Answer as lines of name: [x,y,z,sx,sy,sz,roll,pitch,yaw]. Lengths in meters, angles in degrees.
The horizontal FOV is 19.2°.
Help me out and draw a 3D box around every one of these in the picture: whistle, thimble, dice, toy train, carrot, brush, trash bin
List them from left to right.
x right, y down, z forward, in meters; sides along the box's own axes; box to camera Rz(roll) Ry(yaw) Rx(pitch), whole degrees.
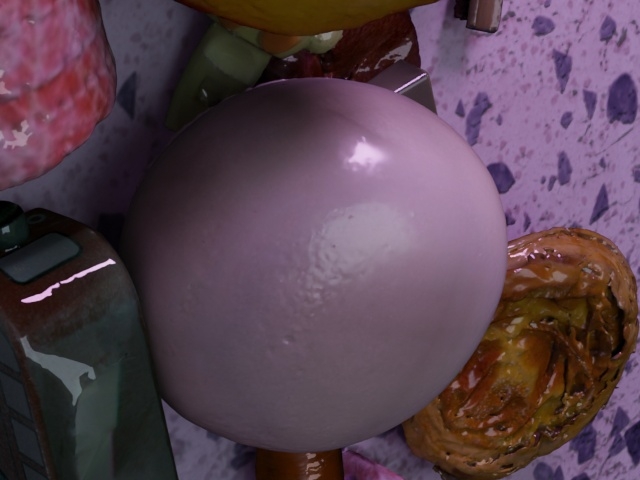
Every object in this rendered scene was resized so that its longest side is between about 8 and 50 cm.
thimble: [-0.264,-0.137,1.272,0.239,0.239,0.162,-29,125,-32]
toy train: [-0.206,0.125,1.479,0.129,0.159,0.326,-29,123,-34]
whistle: [-0.032,-0.211,1.520,0.141,0.141,0.294,31,85,-45]
carrot: [-0.022,0.182,1.728,0.087,0.087,0.193,-20,113,-37]
dice: [0.044,0.261,1.811,0.091,0.093,0.094,35,81,-45]
trash bin: [0.051,-0.107,1.637,0.092,0.043,0.061,-31,128,-21]
brush: [0.160,-0.315,1.731,0.043,0.036,0.248,3,98,-48]

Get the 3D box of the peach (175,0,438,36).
peach: [-0.044,-0.322,1.341,0.306,0.242,0.380,-8,74,-45]

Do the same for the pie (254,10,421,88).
pie: [0.014,-0.141,1.650,0.182,0.049,0.182,-17,120,-32]

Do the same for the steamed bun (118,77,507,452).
steamed bun: [-0.001,0.029,1.525,0.324,0.206,0.324,-15,126,-21]

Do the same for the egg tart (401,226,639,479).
egg tart: [0.184,0.107,1.869,0.297,0.132,0.297,-16,126,-24]
